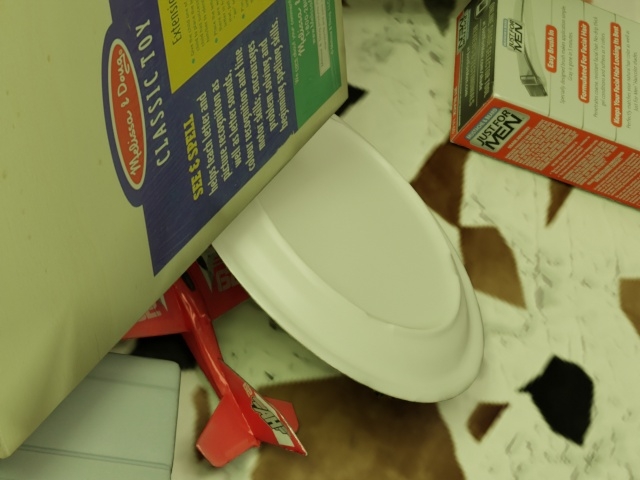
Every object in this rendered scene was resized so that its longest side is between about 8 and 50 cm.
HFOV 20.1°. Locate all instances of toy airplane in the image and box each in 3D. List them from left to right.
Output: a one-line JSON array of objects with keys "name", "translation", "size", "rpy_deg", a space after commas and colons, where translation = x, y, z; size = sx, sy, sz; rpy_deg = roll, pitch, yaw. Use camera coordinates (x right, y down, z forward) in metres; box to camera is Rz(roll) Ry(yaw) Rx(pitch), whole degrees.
[{"name": "toy airplane", "translation": [-0.054, 0.043, 0.838], "size": [0.151, 0.028, 0.151], "rpy_deg": [27, 40, -25]}]

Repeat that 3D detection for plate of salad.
[{"name": "plate of salad", "translation": [0.000, 0.000, 0.872], "size": [0.200, 0.048, 0.200], "rpy_deg": [35, 30, -24]}]

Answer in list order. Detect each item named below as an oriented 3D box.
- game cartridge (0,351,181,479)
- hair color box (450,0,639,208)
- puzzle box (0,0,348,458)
[{"name": "game cartridge", "translation": [-0.159, 0.158, 0.668], "size": [0.196, 0.060, 0.294], "rpy_deg": [6, 52, -6]}, {"name": "hair color box", "translation": [0.158, -0.077, 1.011], "size": [0.167, 0.053, 0.093], "rpy_deg": [19, 54, -18]}, {"name": "puzzle box", "translation": [-0.088, -0.158, 0.636], "size": [0.052, 0.409, 0.272], "rpy_deg": [14, 40, 25]}]
